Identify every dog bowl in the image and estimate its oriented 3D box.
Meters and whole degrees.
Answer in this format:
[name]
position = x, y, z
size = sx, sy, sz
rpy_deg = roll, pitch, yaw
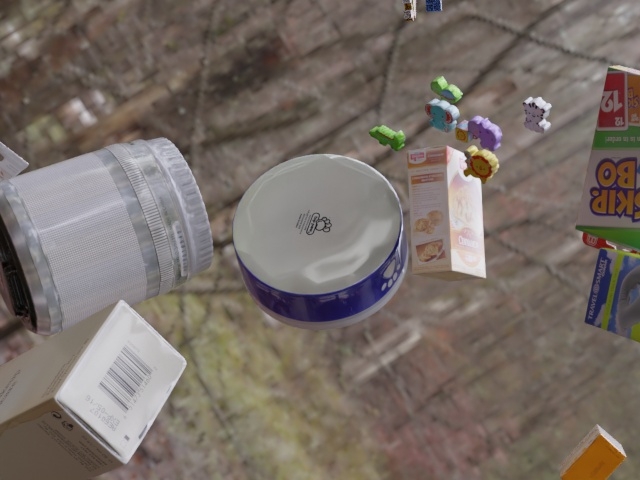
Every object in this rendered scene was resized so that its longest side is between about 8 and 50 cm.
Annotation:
[dog bowl]
position = 0.000, 0.000, 2.066
size = 0.265, 0.265, 0.104
rpy_deg = 57, -10, 32

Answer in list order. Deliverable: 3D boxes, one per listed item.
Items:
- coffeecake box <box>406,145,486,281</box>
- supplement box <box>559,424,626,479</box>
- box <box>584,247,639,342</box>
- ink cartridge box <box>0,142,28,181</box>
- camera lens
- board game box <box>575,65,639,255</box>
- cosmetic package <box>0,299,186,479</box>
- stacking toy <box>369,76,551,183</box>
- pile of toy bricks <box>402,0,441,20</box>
[coffeecake box]
position = 0.190, -0.038, 2.019
size = 0.142, 0.068, 0.185
rpy_deg = 12, 74, -62
[supplement box]
position = 0.277, 0.226, 1.377
size = 0.036, 0.062, 0.098
rpy_deg = 42, 4, 9
[box]
position = 0.410, 0.073, 1.764
size = 0.178, 0.042, 0.109
rpy_deg = 20, -81, 64
[ink cartridge box]
position = -0.558, -0.107, 2.039
size = 0.145, 0.179, 0.045
rpy_deg = 44, 10, -52
[camera lens]
position = -0.311, -0.007, 1.841
size = 0.219, 0.274, 0.219
rpy_deg = 53, -26, 40
[board game box]
position = 0.427, -0.099, 1.844
size = 0.124, 0.039, 0.259
rpy_deg = 23, -65, 39
[cosmetic package]
position = -0.309, 0.199, 1.529
size = 0.113, 0.309, 0.160
rpy_deg = 47, 43, -18
[stacking toy]
position = 0.207, -0.173, 1.971
size = 0.221, 0.167, 0.052
rpy_deg = 24, -43, 34
[pile of toy bricks]
position = 0.214, -0.564, 2.760
size = 0.105, 0.118, 0.212
rpy_deg = -58, 143, -68
